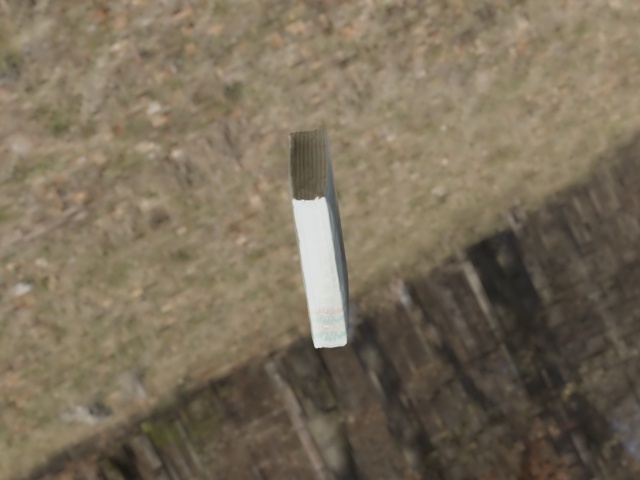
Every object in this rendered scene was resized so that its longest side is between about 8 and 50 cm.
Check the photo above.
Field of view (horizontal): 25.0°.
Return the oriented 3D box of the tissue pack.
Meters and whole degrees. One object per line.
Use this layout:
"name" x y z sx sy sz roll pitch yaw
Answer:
"tissue pack" 0.000 0.000 0.746 0.023 0.108 0.056 -6 -136 4
